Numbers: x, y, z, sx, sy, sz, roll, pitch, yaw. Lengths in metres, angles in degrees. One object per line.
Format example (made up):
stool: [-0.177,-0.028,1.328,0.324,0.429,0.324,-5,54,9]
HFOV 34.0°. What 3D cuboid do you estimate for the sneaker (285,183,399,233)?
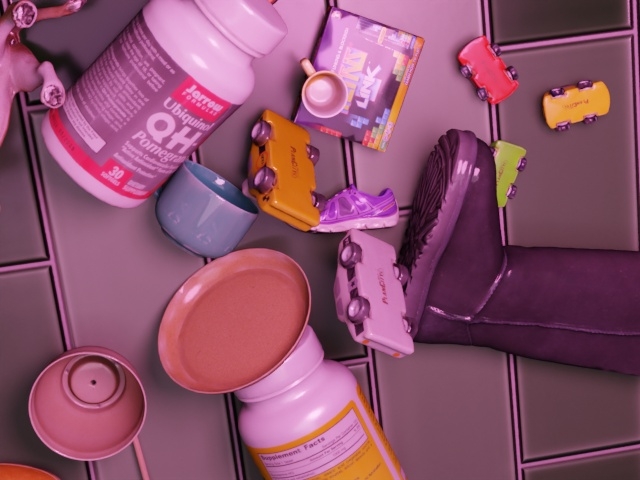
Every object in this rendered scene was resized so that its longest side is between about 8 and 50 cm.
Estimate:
sneaker: [0.029,-0.046,1.523,0.169,0.068,0.071,-6,90,-15]

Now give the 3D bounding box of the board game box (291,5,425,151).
board game box: [0.052,-0.228,1.478,0.141,0.048,0.170,16,101,-12]

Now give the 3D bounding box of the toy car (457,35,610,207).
toy car: [0.278,-0.160,1.523,0.239,0.053,0.225,18,101,-11]

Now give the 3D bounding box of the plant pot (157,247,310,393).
plant pot: [-0.117,0.116,1.466,0.236,0.236,0.032,-31,137,1]

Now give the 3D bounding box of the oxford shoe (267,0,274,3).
oxford shoe: [0.007,-0.462,1.376,0.363,0.130,0.133,-41,100,4]

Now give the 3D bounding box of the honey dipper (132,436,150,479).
honey dipper: [-0.272,0.344,1.588,0.030,0.030,0.161,-15,103,-4]

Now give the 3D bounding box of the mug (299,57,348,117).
mug: [0.003,-0.209,1.419,0.062,0.064,0.078,-1,103,-6]

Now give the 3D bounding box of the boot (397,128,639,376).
boot: [0.347,0.029,1.494,0.445,0.146,0.367,10,132,-7]

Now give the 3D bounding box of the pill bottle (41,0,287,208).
pill bottle: [-0.197,-0.204,1.352,0.176,0.176,0.318,43,109,-15]

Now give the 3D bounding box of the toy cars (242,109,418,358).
toy cars: [0.000,0.000,1.421,0.087,0.176,0.394,-42,79,33]

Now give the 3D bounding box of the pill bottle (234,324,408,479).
pill bottle: [-0.003,0.298,1.530,0.188,0.188,0.334,-27,105,0]

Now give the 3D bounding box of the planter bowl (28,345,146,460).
planter bowl: [-0.330,0.220,1.507,0.162,0.109,0.162,-2,104,-7]

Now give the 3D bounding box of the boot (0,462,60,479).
boot: [-0.519,0.407,1.475,0.295,0.211,0.104,0,105,-8]

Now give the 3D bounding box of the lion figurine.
lion figurine: [-0.454,-0.161,1.374,0.142,0.240,0.392,39,79,-31]

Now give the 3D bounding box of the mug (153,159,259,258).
mug: [-0.170,-0.042,1.464,0.129,0.158,0.097,28,102,-38]
